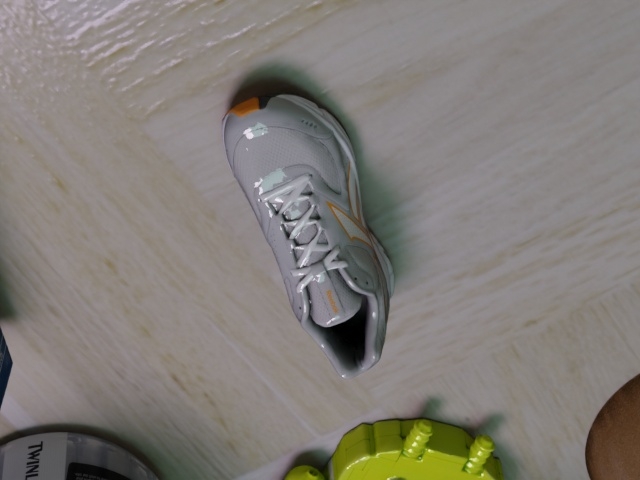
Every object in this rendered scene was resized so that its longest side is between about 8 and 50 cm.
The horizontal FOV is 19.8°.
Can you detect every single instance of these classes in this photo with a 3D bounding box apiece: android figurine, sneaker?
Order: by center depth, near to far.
[{"bbox_3d":[0.000,0.000,1.479,0.099,0.121,0.262,-21,127,11],"label":"sneaker"},{"bbox_3d":[0.072,0.268,1.742,0.248,0.056,0.273,18,127,-17],"label":"android figurine"}]

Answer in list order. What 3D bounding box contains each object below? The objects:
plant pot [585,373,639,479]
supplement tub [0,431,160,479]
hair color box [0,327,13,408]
[{"bbox_3d":[0.373,0.266,1.637,0.237,0.254,0.237,-2,128,-2],"label":"plant pot"},{"bbox_3d":[-0.232,0.349,1.601,0.207,0.338,0.207,-2,128,-3],"label":"supplement tub"},{"bbox_3d":[-0.371,0.008,1.431,0.173,0.105,0.347,-5,129,8],"label":"hair color box"}]
